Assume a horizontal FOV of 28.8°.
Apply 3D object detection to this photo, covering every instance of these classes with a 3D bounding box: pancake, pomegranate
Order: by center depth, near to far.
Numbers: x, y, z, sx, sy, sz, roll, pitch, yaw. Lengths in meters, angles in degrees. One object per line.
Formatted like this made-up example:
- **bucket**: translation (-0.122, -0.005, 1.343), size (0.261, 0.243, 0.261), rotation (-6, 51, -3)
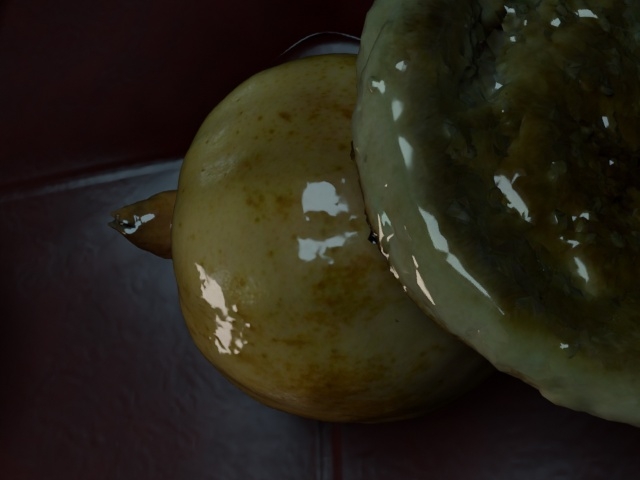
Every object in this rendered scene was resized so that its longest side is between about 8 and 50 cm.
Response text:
- **pancake**: translation (0.180, -0.064, 0.619), size (0.356, 0.065, 0.356), rotation (10, 58, -17)
- **pomegranate**: translation (0.016, 0.000, 0.676), size (0.207, 0.207, 0.207), rotation (-8, 64, 18)
